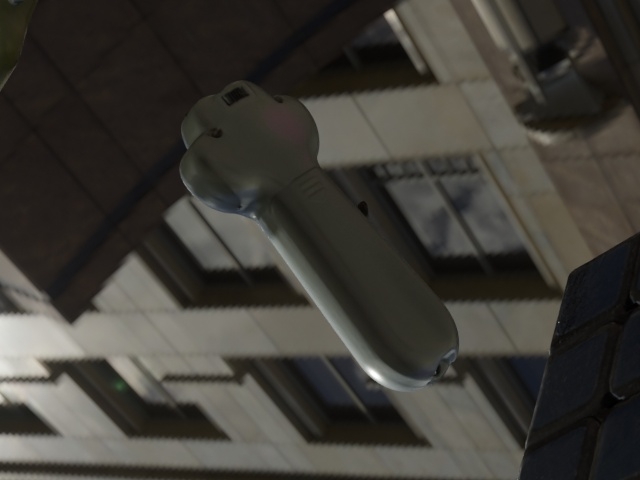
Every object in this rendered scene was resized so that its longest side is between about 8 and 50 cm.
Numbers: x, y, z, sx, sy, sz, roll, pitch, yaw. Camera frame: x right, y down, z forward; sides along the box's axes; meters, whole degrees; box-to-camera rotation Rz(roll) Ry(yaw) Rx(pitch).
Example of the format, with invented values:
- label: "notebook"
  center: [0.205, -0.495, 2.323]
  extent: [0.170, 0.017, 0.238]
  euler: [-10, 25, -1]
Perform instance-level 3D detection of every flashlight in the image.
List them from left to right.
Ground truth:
- label: "flashlight"
  center: [0.000, 0.000, 0.878]
  extent: [0.093, 0.200, 0.047]
  euler: [-34, 173, -44]

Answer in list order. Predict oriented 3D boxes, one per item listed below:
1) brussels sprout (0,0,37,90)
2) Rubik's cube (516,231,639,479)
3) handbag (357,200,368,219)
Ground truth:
- label: "brussels sprout"
  center: [-0.236, -0.121, 0.473]
  extent: [0.328, 0.328, 0.247]
  euler: [23, -89, 47]
- label: "Rubik's cube"
  center: [0.365, 0.151, 1.239]
  extent: [0.301, 0.303, 0.305]
  euler: [-37, -158, 47]
- label: "handbag"
  center: [0.009, -0.001, 1.196]
  extent: [0.072, 0.047, 0.111]
  euler: [-18, -144, -16]
